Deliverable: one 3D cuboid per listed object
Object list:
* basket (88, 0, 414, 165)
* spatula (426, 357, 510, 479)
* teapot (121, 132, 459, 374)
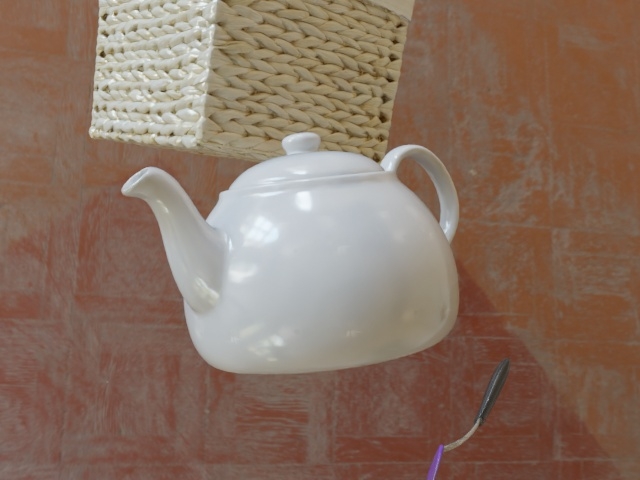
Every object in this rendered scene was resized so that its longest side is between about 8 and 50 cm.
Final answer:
[{"bbox_3d":[-0.101,-0.244,0.999,0.331,0.328,0.266,3,97,-42],"label":"basket"},{"bbox_3d":[0.201,0.264,1.005,0.030,0.084,0.296,32,50,20],"label":"spatula"},{"bbox_3d":[0.000,0.000,0.631,0.253,0.256,0.187,-6,92,8],"label":"teapot"}]
